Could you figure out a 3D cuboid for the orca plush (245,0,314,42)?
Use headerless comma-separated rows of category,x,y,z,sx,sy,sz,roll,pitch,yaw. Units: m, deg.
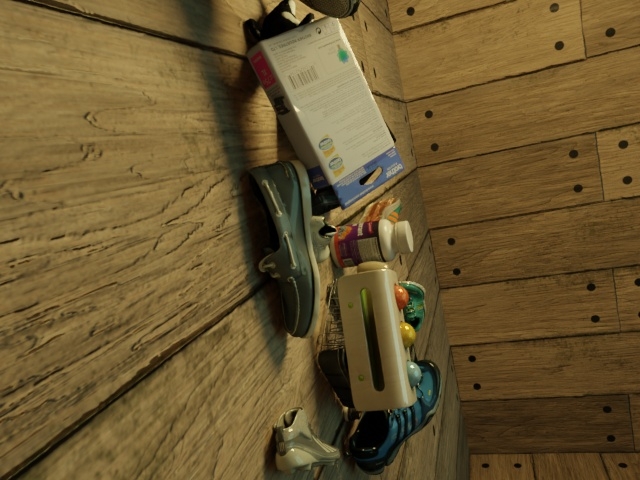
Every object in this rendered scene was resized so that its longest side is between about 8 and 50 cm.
orca plush,-0.090,-0.423,0.972,0.102,0.151,0.287,22,60,-31

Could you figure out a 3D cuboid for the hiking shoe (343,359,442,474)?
hiking shoe,0.181,0.398,1.151,0.304,0.113,0.132,-51,141,-18

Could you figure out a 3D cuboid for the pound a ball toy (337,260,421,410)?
pound a ball toy,0.142,0.186,1.079,0.208,0.135,0.319,25,56,-68

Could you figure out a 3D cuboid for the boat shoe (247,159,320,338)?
boat shoe,-0.071,0.020,0.876,0.099,0.116,0.319,-7,96,-28

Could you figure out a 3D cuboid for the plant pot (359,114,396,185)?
plant pot,0.052,-0.231,1.073,0.188,0.167,0.187,59,13,23

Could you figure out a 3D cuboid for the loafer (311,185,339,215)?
loafer,0.015,-0.109,1.175,0.078,0.076,0.223,63,22,-1

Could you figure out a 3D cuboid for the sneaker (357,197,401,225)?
sneaker,0.199,-0.048,1.621,0.302,0.108,0.121,-46,126,-57

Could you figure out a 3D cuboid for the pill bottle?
pill bottle,0.129,0.005,1.246,0.108,0.193,0.108,-9,90,-71

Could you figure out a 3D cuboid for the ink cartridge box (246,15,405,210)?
ink cartridge box,0.019,-0.225,0.892,0.186,0.065,0.311,-36,103,-32

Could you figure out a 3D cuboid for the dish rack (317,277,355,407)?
dish rack,0.066,0.229,1.150,0.271,0.074,0.208,-78,153,-46

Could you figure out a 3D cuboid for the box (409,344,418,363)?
box,0.187,0.356,1.322,0.077,0.147,0.180,-61,137,-61

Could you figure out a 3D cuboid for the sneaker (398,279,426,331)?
sneaker,0.357,0.253,1.934,0.275,0.107,0.110,63,36,-41

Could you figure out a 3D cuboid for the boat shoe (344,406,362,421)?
boat shoe,0.091,0.397,1.195,0.125,0.038,0.046,-6,87,-71

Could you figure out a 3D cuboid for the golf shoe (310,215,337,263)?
golf shoe,0.000,0.000,1.052,0.176,0.086,0.069,46,37,-61

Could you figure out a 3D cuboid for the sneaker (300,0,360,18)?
sneaker,-0.090,-0.455,0.797,0.343,0.134,0.146,25,60,-15

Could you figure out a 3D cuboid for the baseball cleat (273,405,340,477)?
baseball cleat,-0.019,0.345,0.863,0.206,0.072,0.109,46,32,-64
